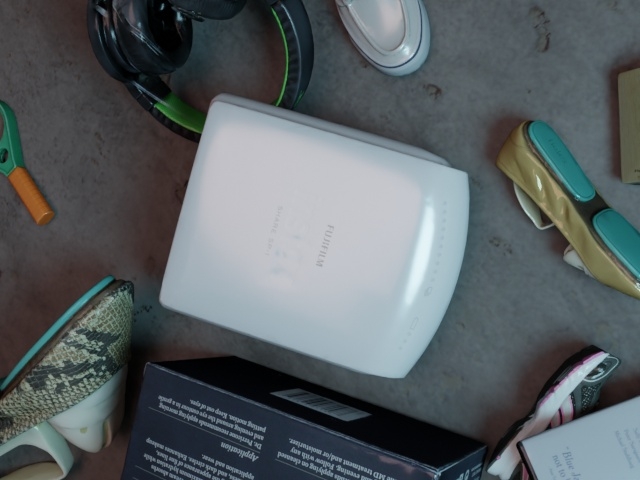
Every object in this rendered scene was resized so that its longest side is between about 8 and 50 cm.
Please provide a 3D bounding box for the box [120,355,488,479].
[{"bbox_3d":[-0.040,0.321,0.833,0.343,0.179,0.312,15,91,27],"label":"box"}]

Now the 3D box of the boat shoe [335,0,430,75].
[{"bbox_3d":[0.046,-0.317,0.895,0.096,0.088,0.267,-20,79,21],"label":"boat shoe"}]

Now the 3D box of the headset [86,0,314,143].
[{"bbox_3d":[-0.184,-0.272,0.878,0.243,0.185,0.394,-31,105,34],"label":"headset"}]

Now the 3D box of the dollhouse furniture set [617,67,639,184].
[{"bbox_3d":[0.396,-0.103,0.764,0.151,0.123,0.144,-7,82,58],"label":"dollhouse furniture set"}]

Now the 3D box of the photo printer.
[{"bbox_3d":[0.000,0.000,0.856,0.307,0.107,0.256,18,96,9],"label":"photo printer"}]

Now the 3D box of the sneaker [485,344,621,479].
[{"bbox_3d":[0.250,0.187,0.793,0.077,0.072,0.178,37,110,10],"label":"sneaker"}]

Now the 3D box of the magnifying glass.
[{"bbox_3d":[-0.453,-0.116,1.133,0.092,0.026,0.231,-43,72,15],"label":"magnifying glass"}]

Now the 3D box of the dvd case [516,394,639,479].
[{"bbox_3d":[0.334,0.227,0.718,0.253,0.022,0.180,-21,71,1],"label":"dvd case"}]

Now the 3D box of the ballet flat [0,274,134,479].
[{"bbox_3d":[-0.370,0.225,1.022,0.483,0.164,0.182,-33,96,24],"label":"ballet flat"}]

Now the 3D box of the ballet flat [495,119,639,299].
[{"bbox_3d":[0.264,-0.019,0.801,0.232,0.080,0.073,58,136,18],"label":"ballet flat"}]
